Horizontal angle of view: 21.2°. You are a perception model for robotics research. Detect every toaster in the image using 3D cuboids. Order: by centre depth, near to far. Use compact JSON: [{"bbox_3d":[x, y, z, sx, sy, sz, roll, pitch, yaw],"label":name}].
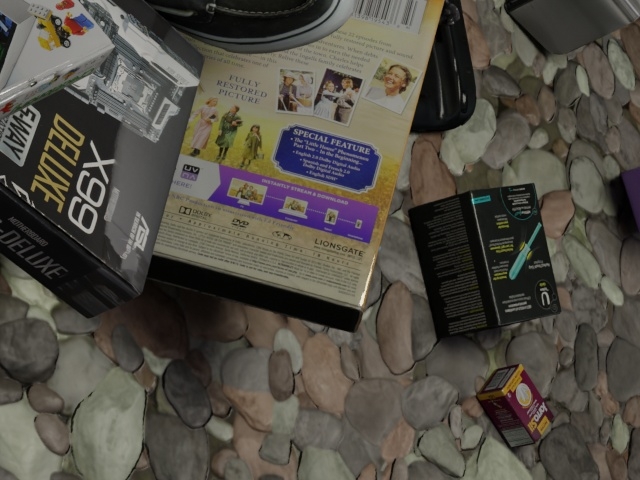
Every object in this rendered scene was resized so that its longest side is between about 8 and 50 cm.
[{"bbox_3d":[0.357,-0.350,2.230,0.110,0.186,0.168,46,50,-19],"label":"toaster"}]

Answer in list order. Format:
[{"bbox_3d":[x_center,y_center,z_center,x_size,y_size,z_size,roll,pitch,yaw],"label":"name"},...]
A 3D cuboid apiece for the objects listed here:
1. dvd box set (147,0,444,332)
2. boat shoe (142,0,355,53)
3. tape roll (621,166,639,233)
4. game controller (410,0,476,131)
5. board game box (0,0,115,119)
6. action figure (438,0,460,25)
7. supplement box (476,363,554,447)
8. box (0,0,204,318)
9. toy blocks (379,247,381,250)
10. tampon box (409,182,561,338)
[{"bbox_3d":[-0.058,-0.135,1.743,0.308,0.062,0.420,14,62,1],"label":"dvd box set"},{"bbox_3d":[-0.136,-0.258,1.643,0.119,0.335,0.121,35,66,-73],"label":"boat shoe"},{"bbox_3d":[0.542,-0.089,2.264,0.275,0.275,0.090,-16,88,-45],"label":"tape roll"},{"bbox_3d":[0.099,-0.288,2.065,0.166,0.067,0.319,-5,81,-30],"label":"game controller"},{"bbox_3d":[-0.332,-0.231,1.390,0.305,0.053,0.193,51,45,4],"label":"board game box"},{"bbox_3d":[0.031,-0.209,1.916,0.275,0.141,0.164,-46,119,-19],"label":"action figure"},{"bbox_3d":[0.233,0.198,2.049,0.083,0.043,0.055,56,46,-17],"label":"supplement box"},{"bbox_3d":[-0.235,-0.120,1.529,0.242,0.076,0.307,42,41,-30],"label":"box"},{"bbox_3d":[0.000,0.000,1.878,0.148,0.054,0.123,-34,103,-43],"label":"toy blocks"},{"bbox_3d":[0.195,0.024,2.023,0.120,0.101,0.161,-7,84,-44],"label":"tampon box"}]
